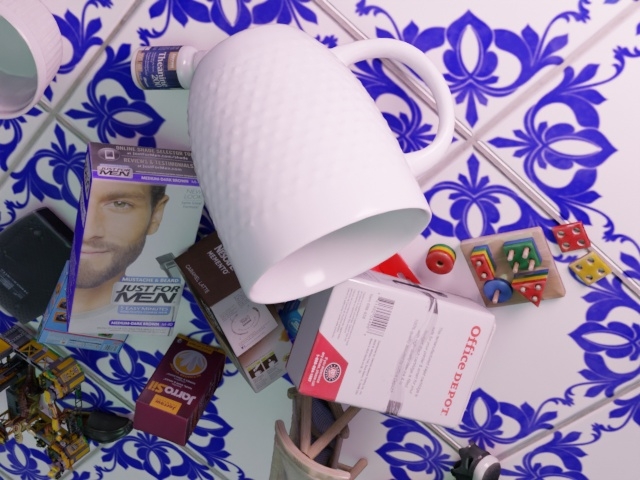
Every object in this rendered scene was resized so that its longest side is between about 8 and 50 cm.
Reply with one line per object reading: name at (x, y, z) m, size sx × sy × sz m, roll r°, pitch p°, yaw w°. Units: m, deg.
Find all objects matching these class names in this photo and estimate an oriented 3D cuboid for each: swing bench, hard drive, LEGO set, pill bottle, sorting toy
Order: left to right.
LEGO set at (-0.604, 0.346, 2.116) m, size 0.255 × 0.192 × 0.331 m, roll 35°, pitch 137°, yaw 20°
hard drive at (-0.535, 0.044, 1.982) m, size 0.172 × 0.054 × 0.255 m, roll 45°, pitch 128°, yaw -16°
pill bottle at (-0.219, -0.261, 1.610) m, size 0.120 × 0.067 × 0.067 m, roll 2°, pitch 127°, yaw 20°
swing bench at (-0.008, 0.390, 1.907) m, size 0.165 × 0.254 × 0.253 m, roll 17°, pitch 130°, yaw 9°
sorting toy at (0.305, 0.052, 1.657) m, size 0.274 × 0.046 × 0.132 m, roll -11°, pitch 121°, yaw 28°

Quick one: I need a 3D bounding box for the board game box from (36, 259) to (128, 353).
board game box at (-0.417, 0.127, 1.967) m, size 0.160 × 0.039 × 0.211 m, roll 12°, pitch 136°, yaw -24°

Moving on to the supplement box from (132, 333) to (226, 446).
supplement box at (-0.256, 0.273, 1.959) m, size 0.104 × 0.188 × 0.081 m, roll 19°, pitch 130°, yaw 7°

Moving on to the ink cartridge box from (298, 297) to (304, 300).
ink cartridge box at (0.000, 0.000, 1.719) m, size 0.097 × 0.046 × 0.207 m, roll 39°, pitch 121°, yaw -11°

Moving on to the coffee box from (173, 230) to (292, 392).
coffee box at (-0.136, 0.120, 1.775) m, size 0.141 × 0.098 × 0.246 m, roll 45°, pitch 164°, yaw 41°

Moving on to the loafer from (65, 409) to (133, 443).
loafer at (-0.463, 0.382, 2.213) m, size 0.170 × 0.062 × 0.061 m, roll -9°, pitch 119°, yaw 26°

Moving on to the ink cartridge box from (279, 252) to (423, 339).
ink cartridge box at (0.062, 0.120, 1.786) m, size 0.231 × 0.078 × 0.134 m, roll -25°, pitch 114°, yaw 34°

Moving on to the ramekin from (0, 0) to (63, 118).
ramekin at (-0.502, -0.304, 1.664) m, size 0.207 × 0.109 × 0.207 m, roll 11°, pitch 129°, yaw 14°

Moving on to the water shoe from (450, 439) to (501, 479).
water shoe at (0.281, 0.440, 1.966) m, size 0.080 × 0.073 × 0.203 m, roll 46°, pitch 147°, yaw 30°

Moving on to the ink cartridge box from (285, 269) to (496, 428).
ink cartridge box at (0.109, 0.162, 1.672) m, size 0.273 × 0.114 × 0.197 m, roll 16°, pitch 99°, yaw -16°

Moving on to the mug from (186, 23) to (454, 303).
mug at (0.004, -0.139, 1.478) m, size 0.374 × 0.276 × 0.328 m, roll -25°, pitch 74°, yaw 0°

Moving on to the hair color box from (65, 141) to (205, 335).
hair color box at (-0.312, 0.006, 1.772) m, size 0.185 × 0.110 × 0.339 m, roll 3°, pitch 128°, yaw -18°
